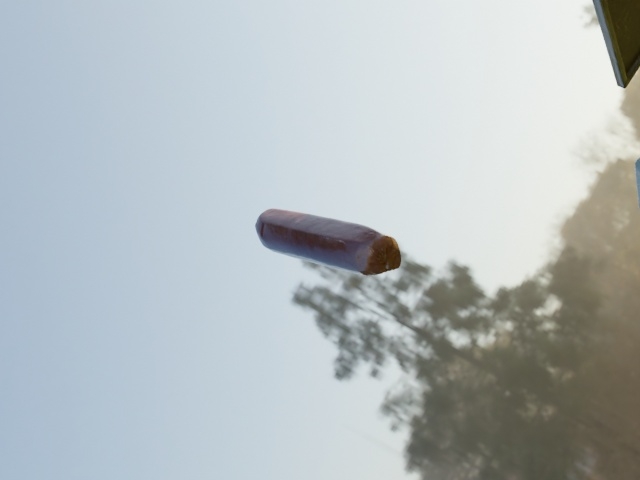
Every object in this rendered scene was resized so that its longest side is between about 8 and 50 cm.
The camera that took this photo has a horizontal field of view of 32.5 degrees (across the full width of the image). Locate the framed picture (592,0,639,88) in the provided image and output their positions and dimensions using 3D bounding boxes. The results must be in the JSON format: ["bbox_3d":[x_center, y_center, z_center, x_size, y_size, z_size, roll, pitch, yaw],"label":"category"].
[{"bbox_3d":[0.448,-0.365,1.511,0.213,0.016,0.289,-56,-32,-6],"label":"framed picture"}]

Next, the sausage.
[{"bbox_3d":[0.000,-0.001,0.745,0.035,0.147,0.030,-36,-64,-27],"label":"sausage"}]

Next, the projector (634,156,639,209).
[{"bbox_3d":[0.529,-0.057,1.334,0.177,0.242,0.163,-41,-35,-5],"label":"projector"}]
